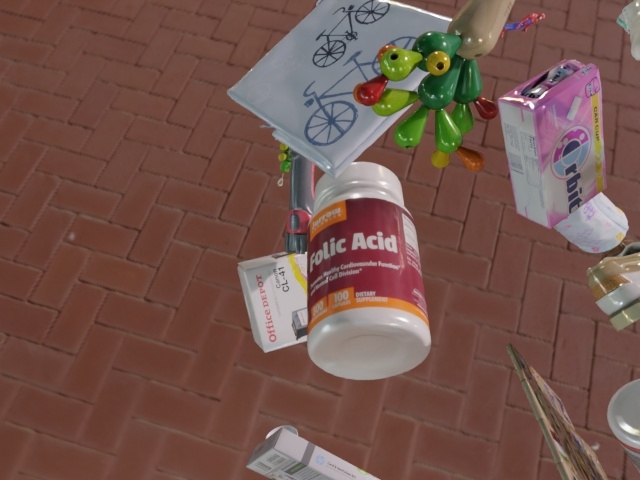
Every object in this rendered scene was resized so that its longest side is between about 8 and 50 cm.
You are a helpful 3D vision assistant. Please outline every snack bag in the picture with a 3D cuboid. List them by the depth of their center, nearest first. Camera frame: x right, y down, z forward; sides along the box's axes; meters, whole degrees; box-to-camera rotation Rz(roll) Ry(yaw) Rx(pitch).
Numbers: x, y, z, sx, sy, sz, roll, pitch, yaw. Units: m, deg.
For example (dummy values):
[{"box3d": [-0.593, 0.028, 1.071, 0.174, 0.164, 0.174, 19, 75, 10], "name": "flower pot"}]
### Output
[{"box3d": [0.030, -0.285, 1.083, 0.323, 0.037, 0.342, -46, 50, -7], "name": "snack bag"}]

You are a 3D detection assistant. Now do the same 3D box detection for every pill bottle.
[{"box3d": [0.083, 0.048, 1.262, 0.224, 0.224, 0.392, -1, 51, -1], "name": "pill bottle"}, {"box3d": [0.934, 0.551, 1.733, 0.210, 0.363, 0.210, -29, 29, 18], "name": "pill bottle"}]

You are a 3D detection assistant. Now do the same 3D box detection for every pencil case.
[{"box3d": [0.509, -0.069, 1.281, 0.124, 0.273, 0.113, -14, 60, 38], "name": "pencil case"}]

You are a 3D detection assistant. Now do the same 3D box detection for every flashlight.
[{"box3d": [-0.029, -0.121, 1.487, 0.103, 0.103, 0.304, 2, 91, -11], "name": "flashlight"}]

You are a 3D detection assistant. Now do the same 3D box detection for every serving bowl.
[{"box3d": [-0.092, 0.492, 1.579, 0.083, 0.027, 0.083, -12, 26, 6], "name": "serving bowl"}]

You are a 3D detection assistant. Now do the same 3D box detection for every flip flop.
[{"box3d": [0.697, 0.035, 1.488, 0.112, 0.277, 0.080, -23, 94, 19], "name": "flip flop"}]

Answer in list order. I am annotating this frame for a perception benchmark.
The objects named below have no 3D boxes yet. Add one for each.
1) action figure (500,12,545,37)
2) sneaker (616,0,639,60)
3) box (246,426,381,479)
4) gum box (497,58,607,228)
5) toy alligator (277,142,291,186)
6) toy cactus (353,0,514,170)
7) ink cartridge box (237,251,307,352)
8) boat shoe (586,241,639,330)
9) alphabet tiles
[{"box3d": [0.456, -0.490, 1.472, 0.038, 0.115, 0.030, -2, 81, -43], "name": "action figure"}, {"box3d": [0.652, -0.443, 1.326, 0.094, 0.080, 0.212, 12, 56, 34], "name": "sneaker"}, {"box3d": [-0.007, 0.357, 0.980, 0.186, 0.145, 0.038, 30, 55, -4], "name": "box"}, {"box3d": [0.295, -0.124, 0.815, 0.107, 0.188, 0.062, -33, 37, -15], "name": "gum box"}, {"box3d": [-0.112, -0.279, 2.259, 0.051, 0.056, 0.189, 10, 91, 37], "name": "toy alligator"}, {"box3d": [0.133, -0.166, 0.639, 0.112, 0.219, 0.180, 42, 106, 38], "name": "toy cactus"}, {"box3d": [-0.035, 0.133, 1.656, 0.306, 0.131, 0.226, -15, 97, -15], "name": "ink cartridge box"}, {"box3d": [0.532, 0.045, 1.034, 0.302, 0.113, 0.103, -15, 65, -42], "name": "boat shoe"}, {"box3d": [0.257, 0.228, 0.624, 0.009, 0.237, 0.198, -30, 45, 18], "name": "alphabet tiles"}]
